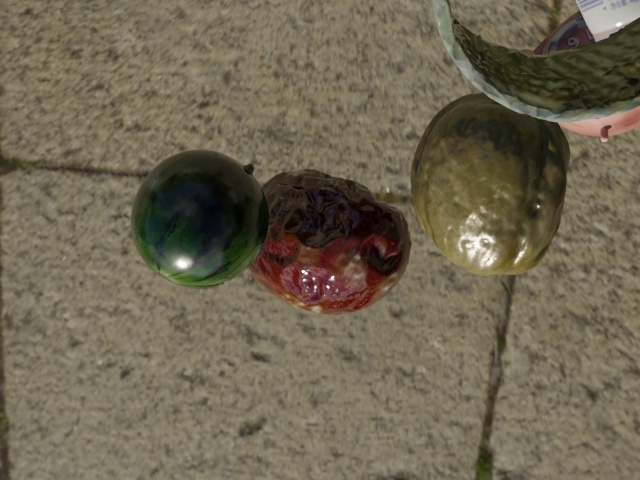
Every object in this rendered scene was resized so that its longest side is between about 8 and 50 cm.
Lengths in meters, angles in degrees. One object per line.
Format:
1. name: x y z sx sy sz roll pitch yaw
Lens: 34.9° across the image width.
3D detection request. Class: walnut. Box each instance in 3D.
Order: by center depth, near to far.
1. walnut: 0.255 -0.087 1.551 0.282 0.227 0.283 6 100 39

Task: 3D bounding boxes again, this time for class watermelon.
1. watermelon: -0.206 -0.037 1.755 0.242 0.242 0.242 1 112 1

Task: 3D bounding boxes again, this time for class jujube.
1. jujube: 0.000 0.002 1.988 0.276 0.377 0.277 -7 104 -28

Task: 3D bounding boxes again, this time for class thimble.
1. thimble: 0.215 -0.248 0.847 0.270 0.150 0.271 0 127 0

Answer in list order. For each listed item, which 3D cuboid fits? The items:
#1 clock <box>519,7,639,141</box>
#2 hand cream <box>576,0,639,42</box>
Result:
1. clock: 0.487 -0.277 1.763 0.227 0.241 0.142 -42 151 -11
2. hand cream: 0.291 -0.303 1.046 0.133 0.083 0.248 -15 99 25
